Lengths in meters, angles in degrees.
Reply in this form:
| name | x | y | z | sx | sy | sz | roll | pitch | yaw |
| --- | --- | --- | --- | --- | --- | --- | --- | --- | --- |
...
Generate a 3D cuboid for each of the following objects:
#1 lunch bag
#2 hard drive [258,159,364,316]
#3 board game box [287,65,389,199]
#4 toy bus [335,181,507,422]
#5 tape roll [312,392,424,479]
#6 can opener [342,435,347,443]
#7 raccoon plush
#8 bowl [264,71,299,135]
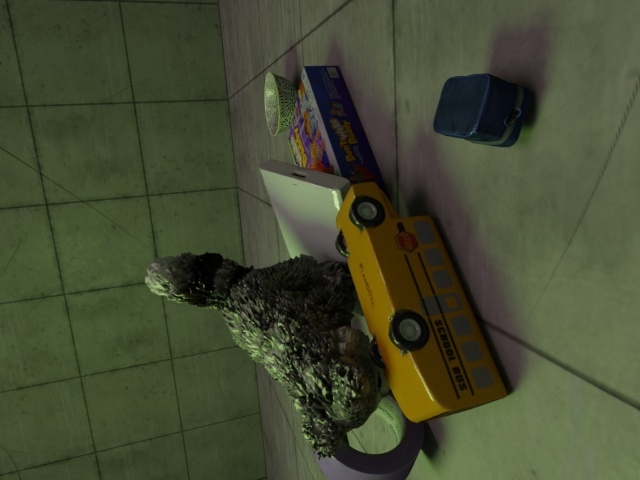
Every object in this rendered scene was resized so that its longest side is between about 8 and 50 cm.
| name | x | y | z | sx | sy | sz | roll | pitch | yaw |
| --- | --- | --- | --- | --- | --- | --- | --- | --- | --- |
| lunch bag | 0.178 | -0.139 | 0.488 | 0.098 | 0.065 | 0.067 | -135 | 56 | -64 |
| hard drive | 0.000 | 0.000 | 0.873 | 0.203 | 0.040 | 0.307 | 21 | 141 | 39 |
| board game box | 0.021 | -0.158 | 0.955 | 0.233 | 0.078 | 0.346 | 112 | 146 | -58 |
| toy bus | 0.123 | 0.075 | 0.640 | 0.108 | 0.130 | 0.332 | 111 | 147 | -59 |
| tape roll | 0.080 | 0.333 | 0.790 | 0.189 | 0.189 | 0.080 | -117 | 26 | -47 |
| can opener | 0.041 | 0.507 | 1.242 | 0.059 | 0.073 | 0.186 | -35 | 60 | 27 |
| raccoon plush | -0.103 | 0.181 | 0.744 | 0.299 | 0.447 | 0.215 | -86 | -3 | -65 |
| bowl | -0.098 | -0.376 | 1.242 | 0.170 | 0.080 | 0.169 | 172 | 90 | -73 |
